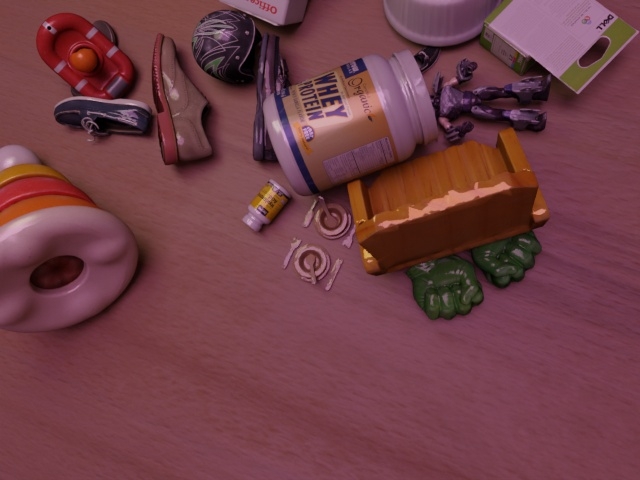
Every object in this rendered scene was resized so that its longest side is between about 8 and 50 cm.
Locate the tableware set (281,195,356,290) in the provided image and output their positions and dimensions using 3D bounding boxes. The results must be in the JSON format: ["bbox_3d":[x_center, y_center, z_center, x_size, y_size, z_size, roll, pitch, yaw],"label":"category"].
[{"bbox_3d":[0.000,0.000,1.244,0.128,0.039,0.194,25,85,14],"label":"tableware set"}]

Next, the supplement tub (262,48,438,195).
[{"bbox_3d":[0.062,-0.245,1.150,0.316,0.228,0.228,-20,77,7],"label":"supplement tub"}]

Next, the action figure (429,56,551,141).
[{"bbox_3d":[0.344,-0.303,1.205,0.284,0.099,0.185,5,90,16],"label":"action figure"}]

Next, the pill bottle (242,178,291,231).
[{"bbox_3d":[-0.126,-0.078,1.269,0.065,0.065,0.116,38,89,15],"label":"pill bottle"}]

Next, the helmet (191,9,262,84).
[{"bbox_3d":[-0.219,-0.458,1.301,0.169,0.161,0.170,-3,78,16],"label":"helmet"}]

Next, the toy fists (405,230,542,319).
[{"bbox_3d":[0.320,0.057,1.143,0.279,0.096,0.142,-33,76,2],"label":"toy fists"}]

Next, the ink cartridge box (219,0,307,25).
[{"bbox_3d":[-0.114,-0.668,1.283,0.197,0.114,0.273,28,123,14],"label":"ink cartridge box"}]

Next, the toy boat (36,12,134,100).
[{"bbox_3d":[-0.569,-0.439,1.336,0.231,0.151,0.151,42,90,-24],"label":"toy boat"}]

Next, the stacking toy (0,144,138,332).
[{"bbox_3d":[-0.672,-0.056,1.292,0.350,0.350,0.480,-42,57,1],"label":"stacking toy"}]

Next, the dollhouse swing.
[{"bbox_3d":[0.212,-0.112,1.036,0.346,0.305,0.315,-18,58,14],"label":"dollhouse swing"}]

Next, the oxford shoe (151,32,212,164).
[{"bbox_3d":[-0.341,-0.346,1.354,0.130,0.123,0.348,-6,76,-17],"label":"oxford shoe"}]

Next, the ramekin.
[{"bbox_3d":[0.275,-0.592,1.238,0.277,0.135,0.277,-3,73,9],"label":"ramekin"}]

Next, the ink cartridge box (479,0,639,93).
[{"bbox_3d":[0.506,-0.441,1.199,0.189,0.097,0.255,-45,77,0],"label":"ink cartridge box"}]

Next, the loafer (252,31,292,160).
[{"bbox_3d":[-0.106,-0.334,1.306,0.095,0.109,0.303,4,86,-8],"label":"loafer"}]

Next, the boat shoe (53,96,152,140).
[{"bbox_3d":[-0.547,-0.299,1.380,0.254,0.095,0.079,3,69,2],"label":"boat shoe"}]

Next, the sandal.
[{"bbox_3d":[-0.599,-0.473,1.435,0.090,0.060,0.219,20,84,14],"label":"sandal"}]

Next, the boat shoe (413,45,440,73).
[{"bbox_3d":[0.228,-0.412,1.276,0.125,0.038,0.046,-42,74,1],"label":"boat shoe"}]
